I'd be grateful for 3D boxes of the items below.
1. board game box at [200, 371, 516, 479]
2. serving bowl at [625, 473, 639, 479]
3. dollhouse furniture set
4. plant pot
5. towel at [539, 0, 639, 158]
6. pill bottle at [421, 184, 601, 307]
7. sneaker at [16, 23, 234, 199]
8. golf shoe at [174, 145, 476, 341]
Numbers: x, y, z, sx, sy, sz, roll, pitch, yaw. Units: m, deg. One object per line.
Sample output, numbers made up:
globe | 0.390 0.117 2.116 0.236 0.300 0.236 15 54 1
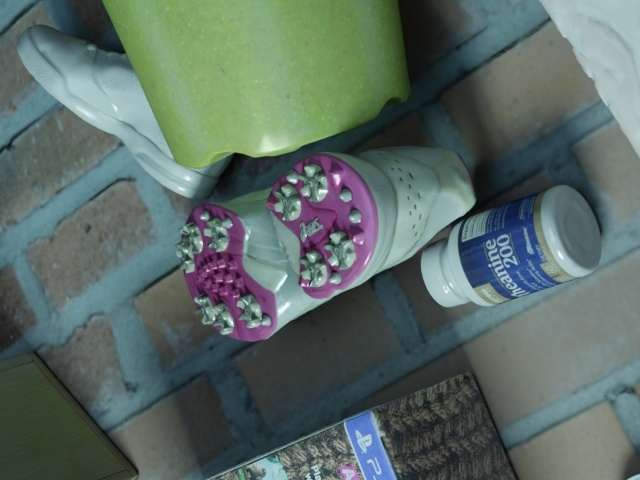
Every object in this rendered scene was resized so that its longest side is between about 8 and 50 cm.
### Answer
board game box | 0.012 0.263 1.441 0.291 0.141 0.232 -26 83 35
serving bowl | 0.243 0.200 1.340 0.083 0.027 0.083 6 101 34
dollhouse furniture set | -0.371 0.309 1.646 0.362 0.256 0.394 46 120 20
plant pot | -0.054 -0.196 1.359 0.276 0.276 0.254 -7 105 35
towel | 0.289 -0.196 1.226 0.317 0.053 0.332 -37 76 32
pill bottle | 0.133 0.008 1.359 0.120 0.067 0.067 -21 86 36
sneaker | -0.147 -0.127 1.538 0.212 0.080 0.094 37 105 17
golf shoe | 0.000 0.000 1.432 0.306 0.140 0.115 -18 90 58
